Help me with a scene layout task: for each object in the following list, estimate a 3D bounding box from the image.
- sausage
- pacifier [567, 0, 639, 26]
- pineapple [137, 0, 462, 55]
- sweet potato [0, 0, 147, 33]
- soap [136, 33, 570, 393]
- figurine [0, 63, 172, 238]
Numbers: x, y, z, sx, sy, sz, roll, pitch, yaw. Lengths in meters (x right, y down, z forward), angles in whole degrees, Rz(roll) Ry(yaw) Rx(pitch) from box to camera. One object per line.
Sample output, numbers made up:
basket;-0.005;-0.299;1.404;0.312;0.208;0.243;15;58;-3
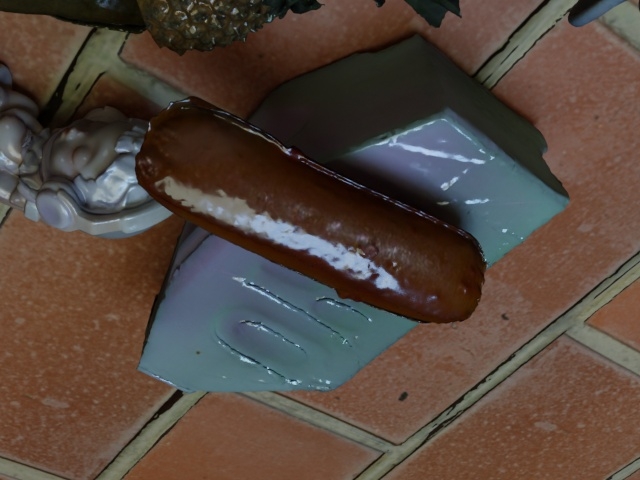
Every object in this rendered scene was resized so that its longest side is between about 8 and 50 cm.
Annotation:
sausage;-0.003;-0.014;0.748;0.330;0.102;0.102;26;124;-20
pacifier;0.277;-0.296;0.675;0.226;0.238;0.287;46;121;-2
pineapple;-0.012;-0.223;0.755;0.277;0.119;0.130;-5;144;4
sweet potato;-0.285;-0.234;0.757;0.285;0.085;0.112;1;166;-19
soap;0.000;0.000;0.922;0.261;0.156;0.446;32;123;-27
figurine;-0.228;-0.079;0.839;0.236;0.162;0.141;19;134;4
